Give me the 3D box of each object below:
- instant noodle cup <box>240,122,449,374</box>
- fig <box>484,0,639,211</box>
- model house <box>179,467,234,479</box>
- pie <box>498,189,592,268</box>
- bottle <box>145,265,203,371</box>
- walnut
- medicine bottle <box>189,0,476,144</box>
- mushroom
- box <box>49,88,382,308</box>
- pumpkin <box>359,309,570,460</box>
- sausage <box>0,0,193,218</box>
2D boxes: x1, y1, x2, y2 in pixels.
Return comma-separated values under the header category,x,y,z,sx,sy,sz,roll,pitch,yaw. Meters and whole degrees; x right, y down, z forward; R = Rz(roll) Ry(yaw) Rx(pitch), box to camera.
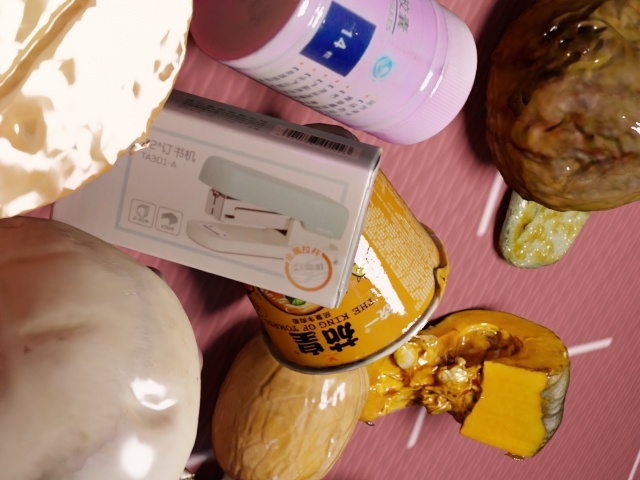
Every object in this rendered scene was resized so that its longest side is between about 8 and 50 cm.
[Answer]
category,x,y,z,sx,sy,sz,roll,pitch,yaw
instant noodle cup,0.000,0.000,1.067,0.216,0.215,0.172,-43,128,-14
fig,0.373,-0.150,1.204,0.286,0.368,0.286,-15,115,-35
model house,-0.134,0.323,1.198,0.181,0.176,0.248,-39,120,-17
pie,0.310,-0.044,1.448,0.186,0.041,0.187,-24,131,-31
bottle,-0.161,0.087,1.075,0.053,0.053,0.140,-37,136,-20
walnut,-0.035,0.182,1.180,0.165,0.165,0.197,5,110,-45
medicine bottle,0.018,-0.192,0.986,0.254,0.152,0.152,18,102,-48
mushroom,-0.248,0.113,0.851,0.315,0.356,0.315,-1,110,-3
box,-0.092,-0.044,0.911,0.079,0.269,0.135,-63,169,-70
pumpkin,0.195,0.193,1.382,0.280,0.190,0.139,-11,124,-38
sausage,-0.251,-0.170,0.643,0.233,0.287,0.233,-26,131,-36
